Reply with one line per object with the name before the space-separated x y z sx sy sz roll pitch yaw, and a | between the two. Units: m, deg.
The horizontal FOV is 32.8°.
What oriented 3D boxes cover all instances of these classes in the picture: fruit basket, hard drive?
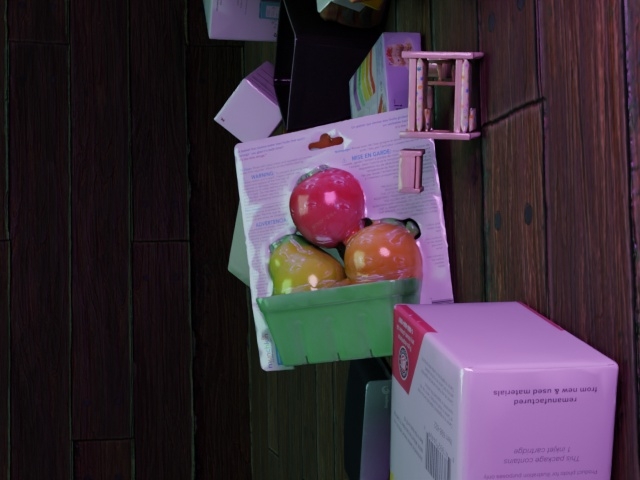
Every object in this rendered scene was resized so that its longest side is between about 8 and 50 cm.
fruit basket | 0.036 0.004 1.597 0.165 0.327 0.353 14 -111 -62
hard drive | 0.083 0.332 1.922 0.172 0.054 0.254 -122 33 -69

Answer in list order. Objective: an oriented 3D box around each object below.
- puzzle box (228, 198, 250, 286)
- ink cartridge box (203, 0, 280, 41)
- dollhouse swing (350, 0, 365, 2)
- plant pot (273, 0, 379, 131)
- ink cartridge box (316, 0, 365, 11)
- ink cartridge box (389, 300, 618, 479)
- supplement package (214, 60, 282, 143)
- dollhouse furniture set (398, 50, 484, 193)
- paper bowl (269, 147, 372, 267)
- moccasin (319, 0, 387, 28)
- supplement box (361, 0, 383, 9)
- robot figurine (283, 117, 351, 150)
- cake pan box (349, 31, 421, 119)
puzzle box | -0.052 0.020 2.158 0.052 0.272 0.409 -45 -15 -30
ink cartridge box | -0.094 -0.534 2.223 0.198 0.270 0.197 -105 20 -52
dollhouse swing | 0.118 -0.514 1.299 0.305 0.315 0.346 -24 91 35
plant pot | 0.014 -0.318 1.952 0.187 0.167 0.188 -105 19 -53
ink cartridge box | 0.066 -0.450 1.771 0.181 0.062 0.104 -34 53 46
ink cartridge box | 0.178 0.280 1.157 0.279 0.160 0.384 -138 48 -76
supplement package | -0.114 -0.261 2.100 0.105 0.105 0.179 -49 4 24
dollhouse furniture set | 0.169 -0.160 1.455 0.161 0.101 0.182 -34 -54 -73
paper bowl | 0.000 0.000 1.807 0.284 0.148 0.284 56 166 21
moccasin | 0.018 -0.520 1.966 0.139 0.147 0.380 104 161 -53
supplement box | -0.020 -0.527 1.689 0.356 0.195 0.194 49 118 51
robot figurine | -0.003 -0.217 2.151 0.158 0.128 0.219 -52 5 -11
cake pan box | 0.108 -0.167 1.739 0.246 0.070 0.266 138 129 -78
